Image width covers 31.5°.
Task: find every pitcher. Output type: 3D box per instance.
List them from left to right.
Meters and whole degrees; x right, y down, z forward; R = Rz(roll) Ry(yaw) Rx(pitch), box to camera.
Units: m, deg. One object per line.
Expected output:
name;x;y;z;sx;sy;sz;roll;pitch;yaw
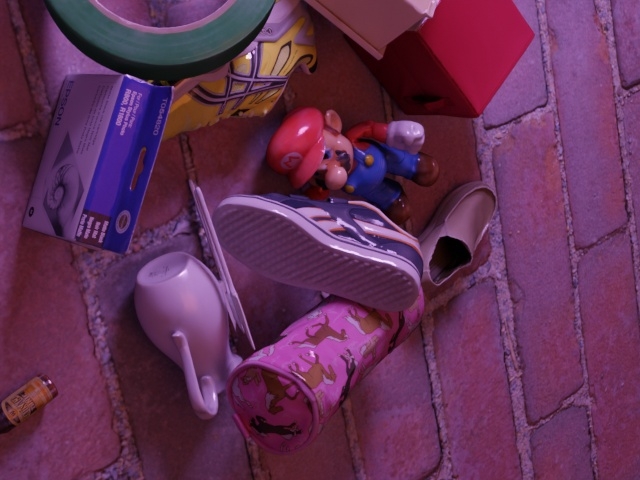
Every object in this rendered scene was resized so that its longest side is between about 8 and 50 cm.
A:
pitcher;-0.186;0.136;1.616;0.125;0.178;0.207;-17;118;7

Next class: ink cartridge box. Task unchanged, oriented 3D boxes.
ink cartridge box;-0.290;-0.103;1.453;0.045;0.224;0.223;19;84;-40

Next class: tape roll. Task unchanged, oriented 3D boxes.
tape roll;-0.206;-0.370;1.468;0.321;0.077;0.321;1;82;-10

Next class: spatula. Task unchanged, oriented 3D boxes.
spatula;-0.149;0.031;1.641;0.019;0.168;0.242;-20;103;-7

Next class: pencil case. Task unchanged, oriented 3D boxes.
pencil case;0.014;0.162;1.715;0.386;0.160;0.167;-41;149;-52

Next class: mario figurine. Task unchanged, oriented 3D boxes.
mario figurine;0.053;-0.098;1.770;0.320;0.170;0.198;14;83;-43

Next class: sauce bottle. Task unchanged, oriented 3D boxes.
sauce bottle;-0.413;0.230;1.524;0.128;0.042;0.042;-40;120;-29

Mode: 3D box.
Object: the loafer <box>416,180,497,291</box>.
loafer;0.235;0.001;1.985;0.268;0.092;0.102;-48;124;-23

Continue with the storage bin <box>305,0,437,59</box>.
storage bin;0.056;-0.456;1.662;0.262;0.123;0.260;35;52;-22

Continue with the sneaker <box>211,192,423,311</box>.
sneaker;0.000;0.000;1.694;0.127;0.321;0.126;-70;-177;-53

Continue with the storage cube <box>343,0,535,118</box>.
storage cube;0.192;-0.334;1.837;0.193;0.183;0.215;47;69;-33

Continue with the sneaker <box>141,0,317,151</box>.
sneaker;-0.136;-0.221;1.612;0.384;0.145;0.147;-41;119;-26
